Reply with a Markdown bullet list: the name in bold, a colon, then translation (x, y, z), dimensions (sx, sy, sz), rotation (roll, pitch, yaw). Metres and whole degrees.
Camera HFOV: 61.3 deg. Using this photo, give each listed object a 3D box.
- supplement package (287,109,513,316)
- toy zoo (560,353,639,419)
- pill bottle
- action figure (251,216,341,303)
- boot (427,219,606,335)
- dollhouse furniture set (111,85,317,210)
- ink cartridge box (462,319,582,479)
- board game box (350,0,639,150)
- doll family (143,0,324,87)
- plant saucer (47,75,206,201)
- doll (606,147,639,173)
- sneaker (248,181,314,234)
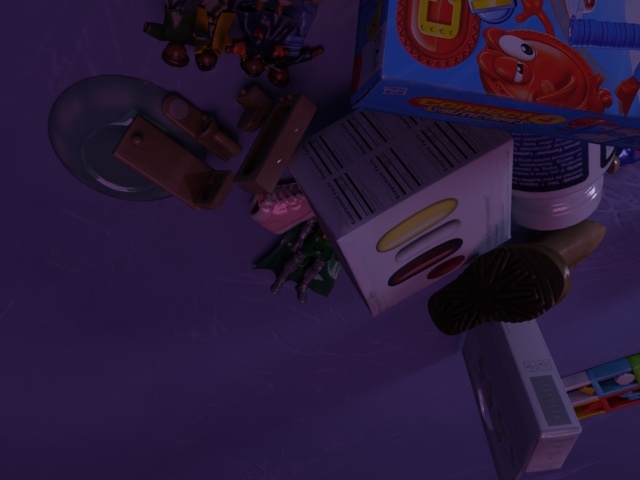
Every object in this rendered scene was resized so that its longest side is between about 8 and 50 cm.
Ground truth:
- **supplement package**: translation (0.098, -0.050, 0.640), dimensions (0.203, 0.149, 0.194), rotation (-30, 144, 0)
- **toy zoo**: translation (0.649, 0.348, 1.248), dimensions (0.293, 0.030, 0.192), rotation (-26, 133, 20)
- **pill bottle**: translation (0.253, -0.142, 0.615), dimensions (0.153, 0.153, 0.264), rotation (-17, 134, 12)
- **action figure**: translation (0.000, 0.000, 0.808), dimensions (0.137, 0.063, 0.232), rotation (18, 128, -18)
- **boot**: translation (0.298, 0.024, 0.724), dimensions (0.270, 0.089, 0.236), rotation (-22, 174, -30)
- **dollhouse furniture set**: translation (-0.119, -0.122, 0.602), dimensions (0.123, 0.144, 0.151), rotation (36, 163, -35)
- **ink cartridge box**: translation (0.321, 0.241, 0.915), dimensions (0.066, 0.296, 0.261), rotation (-6, 137, 0)
- **board game box**: translation (0.191, -0.241, 0.421), dimensions (0.302, 0.086, 0.308), rotation (5, 90, -11)
- **doll family**: translation (-0.082, -0.215, 0.566), dimensions (0.193, 0.076, 0.111), rotation (8, 130, -18)
- **plant saucer**: translation (-0.245, -0.111, 0.682), dimensions (0.195, 0.037, 0.195), rotation (-2, 135, -2)
- **doll**: translation (0.466, -0.145, 0.710), dimensions (0.189, 0.046, 0.129), rotation (-18, 126, 4)
- **sneaker**: translation (-0.044, -0.059, 0.744), dimensions (0.134, 0.051, 0.070), rotation (-33, 135, 32)
